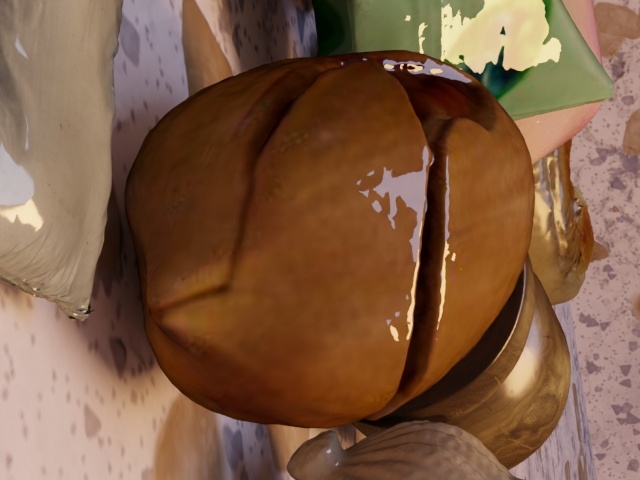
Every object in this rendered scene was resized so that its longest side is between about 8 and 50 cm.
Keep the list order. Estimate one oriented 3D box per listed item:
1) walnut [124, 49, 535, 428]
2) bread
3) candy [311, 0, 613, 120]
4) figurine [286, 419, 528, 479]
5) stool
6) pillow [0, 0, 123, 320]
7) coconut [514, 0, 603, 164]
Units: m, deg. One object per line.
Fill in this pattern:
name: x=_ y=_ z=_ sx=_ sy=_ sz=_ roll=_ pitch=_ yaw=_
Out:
walnut: x=0.000 y=0.000 z=0.763 sx=0.298 sy=0.203 sz=0.203 roll=-31 pitch=115 yaw=-54
bread: x=0.213 y=-0.033 z=1.627 sx=0.192 sy=0.171 sz=0.314 roll=-75 pitch=154 yaw=-49
candy: x=0.060 y=-0.254 z=1.016 sx=0.172 sy=0.263 sz=0.398 roll=-9 pitch=-87 yaw=63
figurine: x=0.074 y=0.270 z=0.901 sx=0.185 sy=0.204 sz=0.332 roll=-58 pitch=143 yaw=-60
stool: x=0.079 y=0.066 z=1.048 sx=0.264 sy=0.179 sz=0.179 roll=50 pitch=36 yaw=-65
pillow: x=-0.117 y=-0.086 z=0.616 sx=0.128 sy=0.051 sz=0.229 roll=55 pitch=32 yaw=-60
coconut: x=0.162 y=-0.175 z=1.422 sx=0.233 sy=0.233 sz=0.245 roll=58 pitch=28 yaw=-59
